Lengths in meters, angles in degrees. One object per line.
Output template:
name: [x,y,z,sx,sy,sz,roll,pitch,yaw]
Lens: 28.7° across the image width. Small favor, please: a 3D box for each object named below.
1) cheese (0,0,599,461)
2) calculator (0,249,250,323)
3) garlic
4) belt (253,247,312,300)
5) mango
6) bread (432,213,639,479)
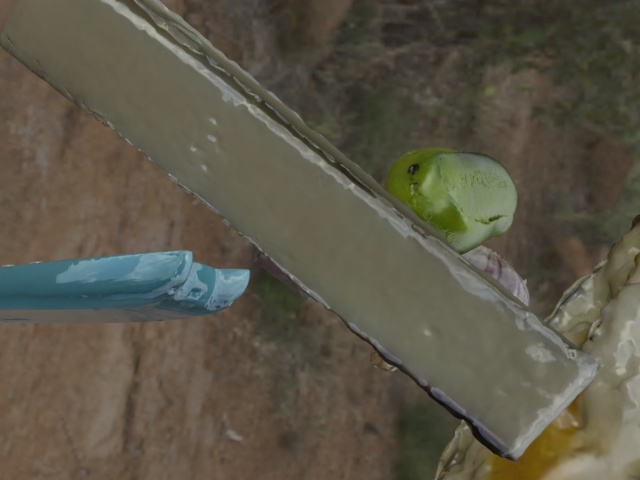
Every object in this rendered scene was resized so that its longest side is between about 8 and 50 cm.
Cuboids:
cheese: [-0.020,-0.029,0.714,0.085,0.400,0.034,-54,174,21]
calculator: [-0.286,0.057,1.324,0.256,0.386,0.055,25,63,-73]
garlic: [0.164,0.099,1.840,0.253,0.245,0.245,-52,154,9]
belt: [0.000,0.000,1.693,0.128,0.124,0.201,-55,178,20]
mango: [0.108,-0.031,1.025,0.165,0.074,0.091,11,74,-56]
bread: [0.296,0.219,0.878,0.394,0.250,0.361,44,65,-30]
